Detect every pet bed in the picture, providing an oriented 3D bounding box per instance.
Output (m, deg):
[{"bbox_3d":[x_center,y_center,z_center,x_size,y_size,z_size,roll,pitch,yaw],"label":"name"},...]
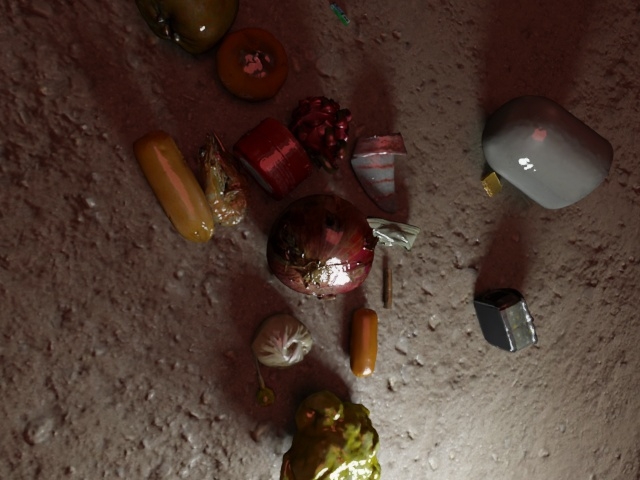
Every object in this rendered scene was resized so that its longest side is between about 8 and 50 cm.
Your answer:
[{"bbox_3d":[0.711,0.290,1.575,0.159,0.183,0.211,-22,98,-14],"label":"pet bed"}]

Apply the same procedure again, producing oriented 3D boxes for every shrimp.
[{"bbox_3d":[-0.301,-0.185,1.283,0.153,0.062,0.295,-17,115,-11],"label":"shrimp"}]

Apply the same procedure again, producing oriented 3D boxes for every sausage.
[{"bbox_3d":[-0.424,-0.146,1.237,0.134,0.116,0.354,-26,101,5],"label":"sausage"},{"bbox_3d":[0.151,0.353,1.446,0.097,0.098,0.239,3,88,-18],"label":"sausage"}]

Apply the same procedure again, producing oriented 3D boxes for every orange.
[{"bbox_3d":[-0.205,-0.538,1.272,0.223,0.170,0.224,-2,97,-20],"label":"orange"}]

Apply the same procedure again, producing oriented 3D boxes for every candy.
[{"bbox_3d":[-0.195,0.446,1.363,0.058,0.062,0.194,-16,86,27],"label":"candy"}]

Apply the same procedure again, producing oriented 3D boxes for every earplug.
[{"bbox_3d":[0.794,-0.343,1.533,0.393,0.312,0.313,30,82,-13],"label":"earplug"}]

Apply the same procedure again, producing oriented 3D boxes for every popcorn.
[{"bbox_3d":[0.040,0.664,1.310,0.293,0.292,0.335,0,56,14],"label":"popcorn"}]

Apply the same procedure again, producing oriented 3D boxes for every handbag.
[{"bbox_3d":[0.671,-0.220,1.635,0.061,0.027,0.083,-36,102,-15],"label":"handbag"}]

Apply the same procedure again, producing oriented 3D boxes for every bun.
[{"bbox_3d":[-0.115,0.335,1.342,0.193,0.128,0.179,40,78,-17],"label":"bun"}]

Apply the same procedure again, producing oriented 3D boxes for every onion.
[{"bbox_3d":[0.009,0.021,1.267,0.353,0.353,0.355,0,91,-18],"label":"onion"}]

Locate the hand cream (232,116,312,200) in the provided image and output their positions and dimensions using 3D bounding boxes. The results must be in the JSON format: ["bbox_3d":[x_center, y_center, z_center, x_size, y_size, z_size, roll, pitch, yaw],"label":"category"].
[{"bbox_3d":[-0.147,-0.243,1.271,0.149,0.230,0.230,-46,103,-10],"label":"hand cream"}]

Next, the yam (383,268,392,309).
[{"bbox_3d":[0.244,0.174,1.503,0.032,0.032,0.146,0,92,-18],"label":"yam"}]

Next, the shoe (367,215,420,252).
[{"bbox_3d":[0.220,-0.029,1.455,0.274,0.103,0.099,12,89,-19],"label":"shoe"}]

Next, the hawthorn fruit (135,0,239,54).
[{"bbox_3d":[-0.357,-0.701,1.183,0.267,0.267,0.301,33,79,-16],"label":"hawthorn fruit"}]

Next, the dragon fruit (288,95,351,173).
[{"bbox_3d":[0.001,-0.342,1.299,0.218,0.273,0.199,-21,121,-10],"label":"dragon fruit"}]

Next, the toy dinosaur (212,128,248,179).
[{"bbox_3d":[-0.286,-0.262,1.323,0.126,0.039,0.162,4,93,-25],"label":"toy dinosaur"}]

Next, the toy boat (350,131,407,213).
[{"bbox_3d":[0.212,-0.228,1.471,0.205,0.096,0.283,-10,107,-11],"label":"toy boat"}]

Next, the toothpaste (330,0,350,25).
[{"bbox_3d":[0.068,-0.780,1.434,0.083,0.020,0.017,46,74,-13],"label":"toothpaste"}]
